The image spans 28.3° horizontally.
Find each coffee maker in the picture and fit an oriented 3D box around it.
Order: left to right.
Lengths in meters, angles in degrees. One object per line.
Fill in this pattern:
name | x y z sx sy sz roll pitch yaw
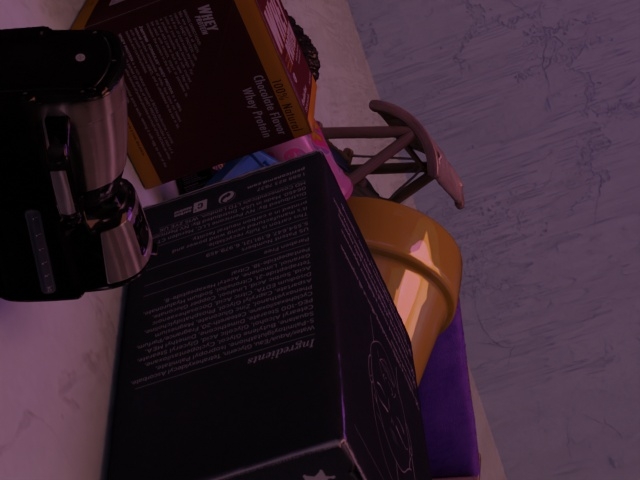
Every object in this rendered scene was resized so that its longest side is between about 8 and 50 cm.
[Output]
coffee maker | -0.212 -0.056 0.917 0.120 0.171 0.178 -58 154 -48

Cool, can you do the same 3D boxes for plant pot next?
plant pot | 0.050 0.111 1.663 0.254 0.254 0.239 59 33 -47

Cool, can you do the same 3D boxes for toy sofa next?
toy sofa | 0.157 0.238 1.959 0.177 0.150 0.362 -68 151 -68

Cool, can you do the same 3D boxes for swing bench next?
swing bench | 0.086 -0.116 2.093 0.253 0.255 0.165 36 37 -71

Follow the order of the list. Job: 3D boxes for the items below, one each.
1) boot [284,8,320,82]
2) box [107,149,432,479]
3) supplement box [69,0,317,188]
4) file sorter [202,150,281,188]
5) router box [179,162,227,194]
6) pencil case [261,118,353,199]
boot | -0.108 -0.357 1.846 0.260 0.131 0.348 -36 118 -71
box | -0.034 0.163 1.207 0.395 0.212 0.293 -95 163 -52
supplement box | -0.128 -0.189 1.347 0.129 0.194 0.191 -87 156 -61
file sorter | -0.060 -0.017 1.440 0.104 0.118 0.170 47 8 22
router box | -0.130 -0.086 1.552 0.179 0.046 0.133 23 49 -75
pencil case | -0.064 -0.147 1.567 0.124 0.124 0.284 -90 158 -57
